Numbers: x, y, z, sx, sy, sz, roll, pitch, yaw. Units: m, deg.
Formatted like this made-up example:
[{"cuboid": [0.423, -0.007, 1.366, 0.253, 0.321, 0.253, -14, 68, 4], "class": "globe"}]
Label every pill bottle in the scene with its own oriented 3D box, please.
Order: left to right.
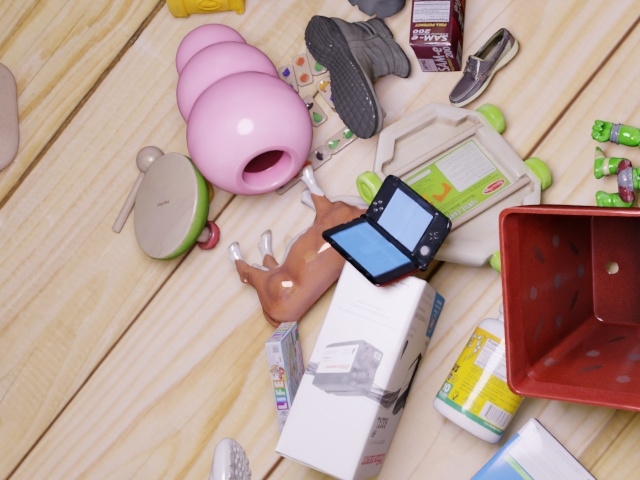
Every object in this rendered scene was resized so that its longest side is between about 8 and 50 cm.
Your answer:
[{"cuboid": [0.269, 0.192, 1.534, 0.117, 0.117, 0.208, 31, 89, 19], "class": "pill bottle"}]

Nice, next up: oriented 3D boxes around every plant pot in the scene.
[{"cuboid": [0.424, 0.067, 1.410, 0.267, 0.235, 0.267, 3, 103, 34], "class": "plant pot"}]

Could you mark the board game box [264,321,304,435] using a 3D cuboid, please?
[{"cuboid": [-0.050, 0.217, 1.599, 0.026, 0.103, 0.154, -6, 101, 15], "class": "board game box"}]

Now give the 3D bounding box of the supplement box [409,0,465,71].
[{"cuboid": [0.198, -0.412, 1.664, 0.073, 0.130, 0.240, 3, 81, 16], "class": "supplement box"}]

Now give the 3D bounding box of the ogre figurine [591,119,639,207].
[{"cuboid": [0.481, -0.089, 1.542, 0.118, 0.097, 0.197, -6, 66, 26], "class": "ogre figurine"}]

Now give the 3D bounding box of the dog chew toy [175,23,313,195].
[{"cuboid": [-0.145, -0.234, 1.681, 0.206, 0.206, 0.332, -31, 56, 8], "class": "dog chew toy"}]

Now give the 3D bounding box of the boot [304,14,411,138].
[{"cuboid": [0.089, -0.277, 1.648, 0.083, 0.161, 0.247, -53, 53, 46], "class": "boot"}]

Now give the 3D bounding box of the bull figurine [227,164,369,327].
[{"cuboid": [0.000, 0.000, 1.658, 0.310, 0.101, 0.188, -43, 68, 2], "class": "bull figurine"}]

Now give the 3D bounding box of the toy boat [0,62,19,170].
[{"cuboid": [-0.657, -0.222, 1.882, 0.151, 0.151, 0.231, -19, 72, 43], "class": "toy boat"}]

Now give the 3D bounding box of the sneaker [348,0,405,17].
[{"cuboid": [0.024, -0.528, 1.716, 0.341, 0.140, 0.125, 37, 52, 13], "class": "sneaker"}]

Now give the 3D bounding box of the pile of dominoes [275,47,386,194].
[{"cuboid": [-0.028, -0.228, 1.740, 0.251, 0.040, 0.196, -37, 72, 6], "class": "pile of dominoes"}]

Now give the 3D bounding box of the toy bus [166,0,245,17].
[{"cuboid": [-0.173, -0.514, 1.791, 0.211, 0.149, 0.220, 1, 77, 3], "class": "toy bus"}]

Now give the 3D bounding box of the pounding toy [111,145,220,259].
[{"cuboid": [-0.241, -0.058, 1.750, 0.237, 0.110, 0.183, 25, 99, 48], "class": "pounding toy"}]

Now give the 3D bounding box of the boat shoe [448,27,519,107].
[{"cuboid": [0.260, -0.286, 1.657, 0.152, 0.049, 0.056, -49, 38, -5], "class": "boat shoe"}]

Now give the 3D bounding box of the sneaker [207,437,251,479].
[{"cuboid": [-0.162, 0.438, 1.629, 0.094, 0.090, 0.235, -9, 76, 24], "class": "sneaker"}]

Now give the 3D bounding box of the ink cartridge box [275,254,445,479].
[{"cuboid": [0.067, 0.198, 1.534, 0.129, 0.223, 0.308, 20, 85, 16], "class": "ink cartridge box"}]

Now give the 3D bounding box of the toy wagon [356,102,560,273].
[{"cuboid": [0.232, -0.059, 1.570, 0.267, 0.068, 0.344, -30, 71, -21], "class": "toy wagon"}]

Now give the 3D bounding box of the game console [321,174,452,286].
[{"cuboid": [0.094, -0.017, 1.448, 0.144, 0.085, 0.124, 43, 112, 37], "class": "game console"}]

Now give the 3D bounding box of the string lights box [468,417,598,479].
[{"cuboid": [0.276, 0.403, 1.512, 0.260, 0.077, 0.133, -45, 71, 4], "class": "string lights box"}]
